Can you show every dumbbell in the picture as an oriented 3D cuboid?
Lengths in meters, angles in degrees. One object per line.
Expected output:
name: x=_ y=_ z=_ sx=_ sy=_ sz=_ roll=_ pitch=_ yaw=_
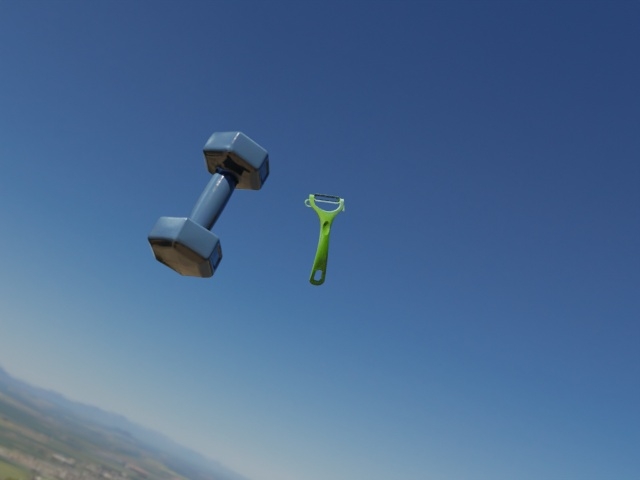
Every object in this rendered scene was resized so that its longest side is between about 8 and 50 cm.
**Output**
dumbbell: x=-0.233 y=-0.080 z=1.580 sx=0.160 sy=0.325 sz=0.144 roll=35 pitch=-28 yaw=-18

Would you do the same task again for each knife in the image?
knife: x=0.001 y=0.000 z=1.339 sx=0.078 sy=0.166 sz=0.022 roll=7 pitch=1 yaw=-18
